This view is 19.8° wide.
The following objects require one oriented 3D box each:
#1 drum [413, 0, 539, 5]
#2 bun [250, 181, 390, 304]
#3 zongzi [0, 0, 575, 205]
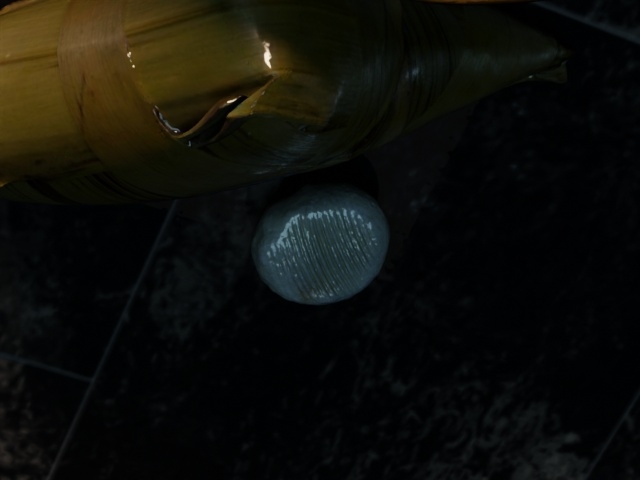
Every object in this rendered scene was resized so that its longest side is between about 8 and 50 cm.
[{"bbox_3d":[0.064,-0.329,0.788,0.431,0.214,0.431,-2,121,-4],"label":"drum"},{"bbox_3d":[0.000,0.000,1.079,0.083,0.045,0.083,-4,121,-7],"label":"bun"},{"bbox_3d":[-0.039,-0.085,1.012,0.260,0.289,0.123,-13,84,35],"label":"zongzi"}]
